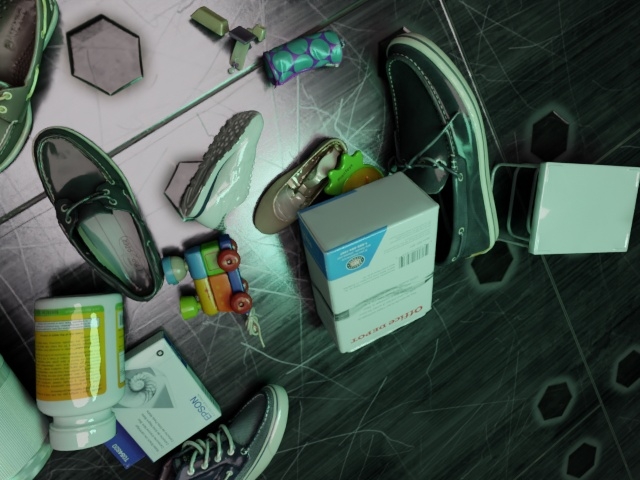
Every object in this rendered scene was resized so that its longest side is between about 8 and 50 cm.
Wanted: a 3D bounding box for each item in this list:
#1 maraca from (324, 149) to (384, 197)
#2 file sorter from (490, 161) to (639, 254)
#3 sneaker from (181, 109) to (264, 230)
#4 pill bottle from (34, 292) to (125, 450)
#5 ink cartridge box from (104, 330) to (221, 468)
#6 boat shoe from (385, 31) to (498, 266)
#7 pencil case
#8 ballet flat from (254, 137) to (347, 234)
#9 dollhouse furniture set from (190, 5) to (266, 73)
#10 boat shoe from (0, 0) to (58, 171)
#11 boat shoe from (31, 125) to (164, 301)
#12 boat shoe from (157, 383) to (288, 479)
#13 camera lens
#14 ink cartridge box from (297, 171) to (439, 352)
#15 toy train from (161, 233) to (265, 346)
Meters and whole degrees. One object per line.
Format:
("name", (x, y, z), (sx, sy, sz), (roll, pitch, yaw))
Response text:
("maraca", (0.074, -0.100, 0.947), (0.127, 0.099, 0.185), (-53, 138, -7))
("file sorter", (0.555, -0.083, 1.099), (0.278, 0.173, 0.192), (-1, 102, -20))
("sneaker", (-0.166, -0.132, 0.884), (0.095, 0.090, 0.235), (29, 95, -36))
("pill bottle", (-0.409, 0.216, 0.807), (0.136, 0.136, 0.245), (-2, 87, -20))
("ink cartridge box", (-0.350, 0.329, 0.937), (0.224, 0.045, 0.223), (-33, 111, -10))
("boat shoe", (0.228, -0.160, 0.960), (0.156, 0.187, 0.500), (-31, 116, -17))
("pencil case", (-0.031, -0.342, 0.884), (0.152, 0.064, 0.070), (-24, 93, -13))
("ballet flat", (-0.035, -0.107, 0.929), (0.086, 0.086, 0.248), (42, 87, -23))
("dollhouse furniture set", (-0.174, -0.366, 0.857), (0.114, 0.091, 0.081), (31, 133, -2))
("boat shoe", (-0.495, -0.250, 0.719), (0.117, 0.097, 0.324), (21, 95, -23))
("boat shoe", (-0.375, -0.033, 0.805), (0.127, 0.113, 0.340), (-24, 110, -14))
("boat shoe", (-0.207, 0.436, 0.964), (0.158, 0.127, 0.340), (27, 93, -34))
("camera lens", (-0.587, 0.296, 0.749), (0.219, 0.219, 0.274), (-26, 110, -12))
("ink cartridge box", (0.097, 0.051, 0.926), (0.223, 0.129, 0.307), (-23, 136, -14))
("toy train", (-0.205, 0.123, 0.914), (0.143, 0.105, 0.248), (-15, 107, -9))
